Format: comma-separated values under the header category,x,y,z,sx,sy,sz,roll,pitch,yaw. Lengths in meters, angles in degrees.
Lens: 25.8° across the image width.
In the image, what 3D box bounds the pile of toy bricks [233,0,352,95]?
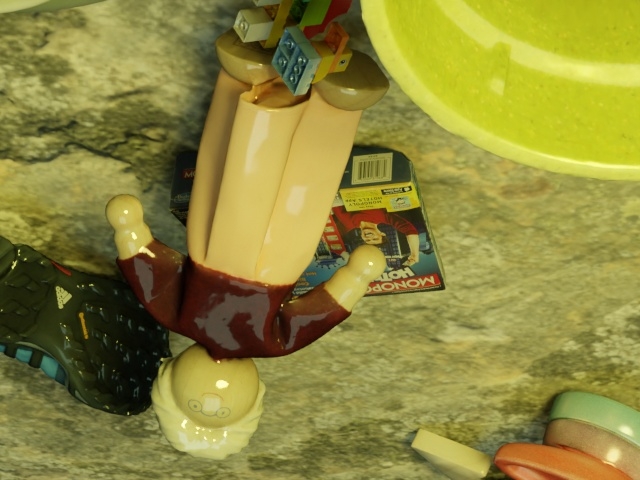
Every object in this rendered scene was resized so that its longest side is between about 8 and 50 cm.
category,x,y,z,sx,sy,sz,roll,pitch,yaw
pile of toy bricks,0.037,-0.183,0.868,0.105,0.118,0.212,-13,146,-34

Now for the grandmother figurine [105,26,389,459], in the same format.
category,x,y,z,sx,sy,sz,roll,pitch,yaw
grandmother figurine,-0.061,0.016,1.035,0.208,0.104,0.342,19,119,9

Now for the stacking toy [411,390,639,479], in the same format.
category,x,y,z,sx,sy,sz,roll,pitch,yaw
stacking toy,0.275,0.240,1.458,0.279,0.130,0.309,9,152,42

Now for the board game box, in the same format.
category,x,y,z,sx,sy,sz,roll,pitch,yaw
board game box,0.000,0.000,1.147,0.194,0.060,0.194,-5,144,13

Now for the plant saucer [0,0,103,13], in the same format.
category,x,y,z,sx,sy,sz,roll,pitch,yaw
plant saucer,-0.220,-0.222,0.766,0.400,0.100,0.400,6,156,3

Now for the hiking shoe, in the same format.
category,x,y,z,sx,sy,sz,roll,pitch,yaw
hiking shoe,-0.248,0.061,1.250,0.132,0.113,0.304,18,163,37

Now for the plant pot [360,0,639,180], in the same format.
category,x,y,z,sx,sy,sz,roll,pitch,yaw
plant pot,0.159,-0.212,0.667,0.276,0.254,0.276,2,145,2
